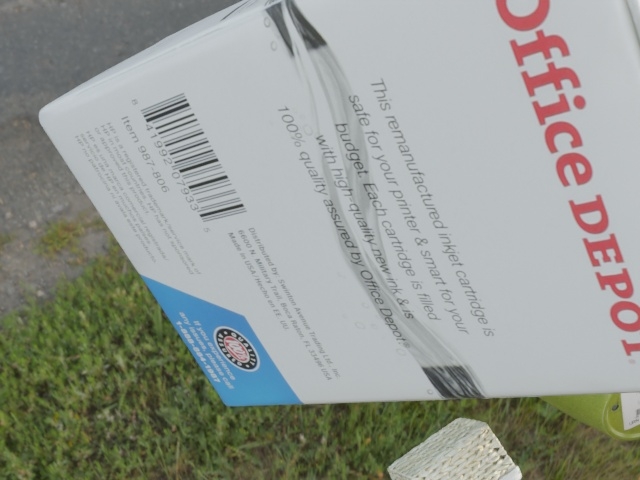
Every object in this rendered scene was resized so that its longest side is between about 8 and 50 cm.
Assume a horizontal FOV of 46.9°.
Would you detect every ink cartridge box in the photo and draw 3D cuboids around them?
[{"bbox_3d":[0.047,-0.046,0.506,0.395,0.285,0.166,-11,27,37],"label":"ink cartridge box"}]

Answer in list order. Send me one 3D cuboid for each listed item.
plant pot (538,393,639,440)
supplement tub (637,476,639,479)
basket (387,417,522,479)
[{"bbox_3d":[0.372,0.132,1.043,0.275,0.274,0.293,-16,32,-11],"label":"plant pot"},{"bbox_3d":[0.525,0.377,0.838,0.316,0.193,0.193,35,57,9],"label":"supplement tub"},{"bbox_3d":[0.202,0.360,1.138,0.167,0.113,0.103,-30,91,-19],"label":"basket"}]
